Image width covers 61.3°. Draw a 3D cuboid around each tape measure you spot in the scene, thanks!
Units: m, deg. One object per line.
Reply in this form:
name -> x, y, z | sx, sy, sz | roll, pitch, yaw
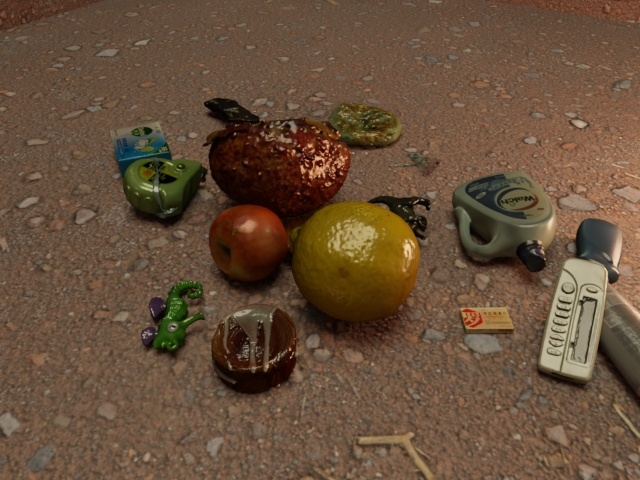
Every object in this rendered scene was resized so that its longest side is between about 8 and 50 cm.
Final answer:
tape measure -> -0.395, -0.132, 1.336 | 0.175, 0.106, 0.200 | 16, 41, -2

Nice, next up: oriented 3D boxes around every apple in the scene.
apple -> -0.147, 0.004, 1.125 | 0.163, 0.163, 0.139 | 32, 41, 34

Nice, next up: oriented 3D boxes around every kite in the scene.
kite -> 0.270, -0.213, 1.521 | 0.152, 0.005, 0.137 | -10, 39, -12

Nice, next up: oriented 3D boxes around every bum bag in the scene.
bum bag -> -0.284, -0.408, 1.717 | 0.106, 0.060, 0.232 | -16, 42, -33

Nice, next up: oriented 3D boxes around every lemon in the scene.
lemon -> 0.059, 0.039, 1.026 | 0.253, 0.228, 0.228 | 5, 39, 11

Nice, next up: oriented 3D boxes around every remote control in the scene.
remote control -> 0.463, 0.143, 0.987 | 0.090, 0.049, 0.230 | 15, 65, 19

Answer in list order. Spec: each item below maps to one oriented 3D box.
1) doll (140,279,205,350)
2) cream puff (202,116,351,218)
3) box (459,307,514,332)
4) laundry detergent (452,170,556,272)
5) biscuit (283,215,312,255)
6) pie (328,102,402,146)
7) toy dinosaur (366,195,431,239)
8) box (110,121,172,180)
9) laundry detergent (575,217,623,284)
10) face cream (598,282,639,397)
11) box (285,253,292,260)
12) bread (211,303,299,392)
doll -> -0.276, 0.139, 1.039 | 0.115, 0.050, 0.190 | -5, 37, -1
cream puff -> -0.091, -0.166, 1.265 | 0.350, 0.229, 0.350 | -6, 5, 1
box -> 0.322, 0.154, 1.050 | 0.093, 0.015, 0.058 | 0, 37, -1
laundry detergent -> 0.419, -0.033, 1.214 | 0.214, 0.105, 0.281 | -11, 42, 7
biscuit -> 0.000, 0.001, 1.212 | 0.187, 0.027, 0.188 | 7, 32, -5
pie -> 0.132, -0.355, 1.659 | 0.240, 0.054, 0.240 | 1, 40, -1
toy dinosaur -> 0.162, -0.054, 1.255 | 0.178, 0.087, 0.187 | 7, 38, 6
box -> -0.498, -0.249, 1.504 | 0.139, 0.073, 0.194 | -15, 41, -18
laundry detergent -> 0.602, 0.034, 1.170 | 0.096, 0.061, 0.206 | 21, 43, 12
face cream -> 0.560, 0.189, 0.962 | 0.107, 0.073, 0.269 | -21, 40, 0
box -> -0.111, 0.014, 1.215 | 0.115, 0.025, 0.048 | 13, 41, 15
bread -> -0.115, 0.188, 0.958 | 0.160, 0.073, 0.160 | -2, 40, 2
